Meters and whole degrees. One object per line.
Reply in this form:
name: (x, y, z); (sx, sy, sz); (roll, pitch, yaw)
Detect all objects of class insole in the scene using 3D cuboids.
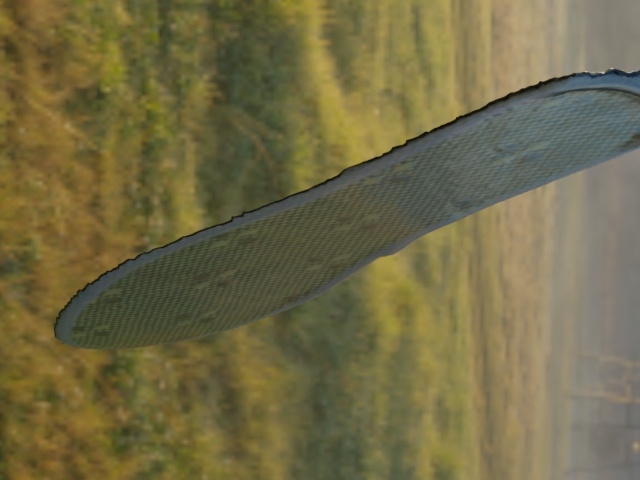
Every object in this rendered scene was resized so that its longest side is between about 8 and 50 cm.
insole: (0.000, 0.000, 0.568); (0.109, 0.322, 0.007); (12, 63, -45)
